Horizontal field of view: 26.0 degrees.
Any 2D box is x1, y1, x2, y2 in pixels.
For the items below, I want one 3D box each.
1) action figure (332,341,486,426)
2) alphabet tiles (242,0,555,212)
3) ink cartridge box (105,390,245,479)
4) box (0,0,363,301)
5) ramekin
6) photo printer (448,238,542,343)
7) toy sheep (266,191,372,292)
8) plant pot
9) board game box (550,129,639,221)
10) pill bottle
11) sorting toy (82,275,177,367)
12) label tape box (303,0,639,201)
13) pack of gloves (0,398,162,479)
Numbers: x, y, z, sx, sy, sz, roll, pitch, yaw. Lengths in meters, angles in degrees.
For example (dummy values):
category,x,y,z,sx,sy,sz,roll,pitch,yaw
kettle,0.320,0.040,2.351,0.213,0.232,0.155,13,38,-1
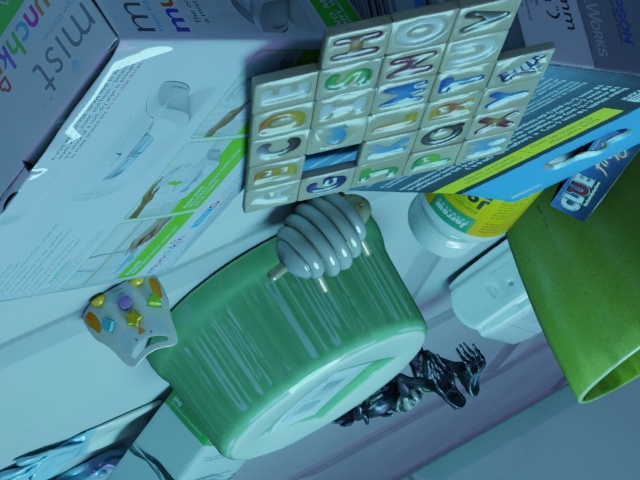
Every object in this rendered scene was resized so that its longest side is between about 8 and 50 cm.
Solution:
category,x,y,z,sx,sy,sz,roll,pitch,yaw
action figure,0.106,0.192,2.026,0.276,0.141,0.164,-13,-169,46
alphabet tiles,0.050,-0.086,0.886,0.198,0.009,0.237,-13,161,-10
ink cartridge box,-0.163,0.266,1.760,0.208,0.087,0.153,-52,158,16
box,-0.137,-0.082,0.874,0.231,0.126,0.262,-10,152,-50
ramekin,-0.027,0.117,1.555,0.303,0.148,0.303,-30,162,-10
photo printer,0.342,0.052,2.090,0.256,0.107,0.307,-37,163,12
toy sheep,0.000,0.000,1.396,0.132,0.091,0.091,-43,166,-18
plant pot,0.328,-0.011,1.588,0.275,0.293,0.275,-30,163,-10
board game box,0.315,-0.157,1.392,0.243,0.042,0.165,-61,177,-28
pill bottle,0.173,-0.071,1.453,0.118,0.117,0.208,-20,159,-35
sorting toy,-0.176,0.080,1.322,0.083,0.075,0.045,-30,162,-12
label tape box,0.110,-0.121,1.044,0.334,0.105,0.241,1,161,-42
pack of gloves,-0.312,0.295,1.714,0.232,0.046,0.195,-20,159,-36
